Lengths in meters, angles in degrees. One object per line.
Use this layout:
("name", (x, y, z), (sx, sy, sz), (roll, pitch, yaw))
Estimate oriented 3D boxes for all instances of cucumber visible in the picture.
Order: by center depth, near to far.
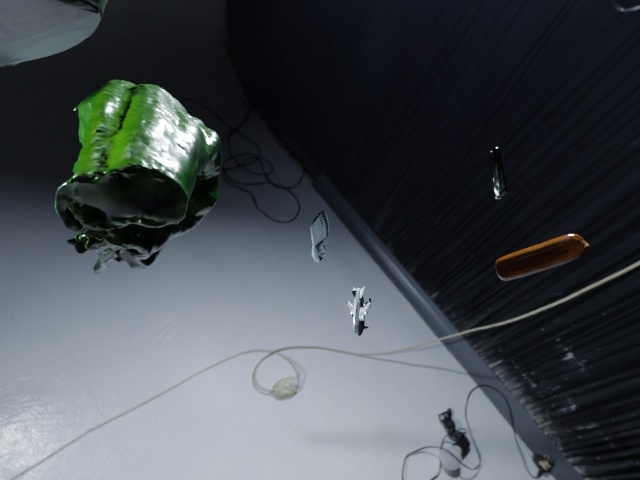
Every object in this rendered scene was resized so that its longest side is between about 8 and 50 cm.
("cucumber", (0.433, -0.164, 1.030), (0.034, 0.033, 0.135), (6, 72, -40))

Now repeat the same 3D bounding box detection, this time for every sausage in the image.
("sausage", (0.335, 0.026, 0.637), (0.039, 0.131, 0.041), (-6, 74, -48))

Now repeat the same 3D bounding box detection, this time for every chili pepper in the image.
("chili pepper", (-0.206, -0.088, 0.528), (0.167, 0.213, 0.385), (-9, 29, -12))

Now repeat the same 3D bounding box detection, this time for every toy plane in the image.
("toy plane", (0.067, 0.121, 0.719), (0.031, 0.078, 0.083), (0, 80, -24))

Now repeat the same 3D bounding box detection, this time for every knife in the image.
("knife", (0.000, 0.000, 0.794), (0.044, 0.313, 0.019), (-39, 79, -8))

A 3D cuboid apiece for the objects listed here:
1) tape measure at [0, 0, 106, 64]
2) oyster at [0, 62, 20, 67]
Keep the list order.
("tape measure", (-0.375, -0.293, 0.452), (0.259, 0.262, 0.138), (-21, 104, -8))
("oyster", (-0.491, -0.351, 0.657), (0.267, 0.198, 0.112), (-50, 114, -18))
